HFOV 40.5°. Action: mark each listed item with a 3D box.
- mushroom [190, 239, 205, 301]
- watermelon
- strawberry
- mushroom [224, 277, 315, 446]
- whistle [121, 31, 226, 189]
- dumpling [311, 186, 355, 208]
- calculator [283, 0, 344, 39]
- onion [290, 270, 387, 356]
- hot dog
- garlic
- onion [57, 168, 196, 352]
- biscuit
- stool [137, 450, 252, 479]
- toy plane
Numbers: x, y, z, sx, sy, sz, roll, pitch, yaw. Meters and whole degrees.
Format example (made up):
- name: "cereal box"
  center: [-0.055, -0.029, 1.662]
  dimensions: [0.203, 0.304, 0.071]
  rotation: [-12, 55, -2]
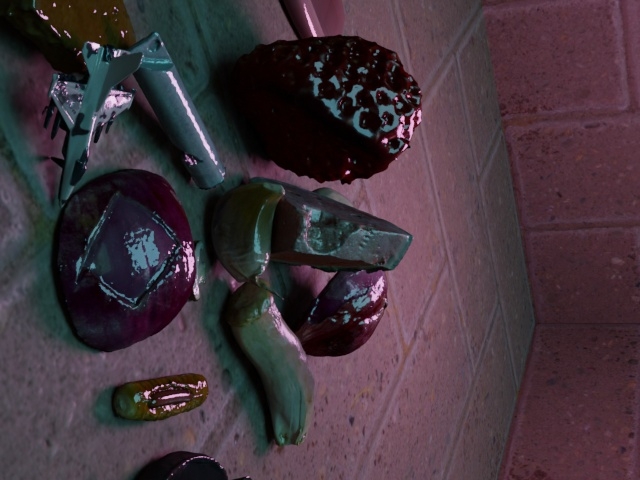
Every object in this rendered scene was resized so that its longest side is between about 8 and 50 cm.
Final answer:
- name: "mushroom"
  center: [-0.206, 0.050, 1.423]
  dimensions: [0.049, 0.019, 0.101]
  rotation: [9, 82, -64]
- name: "watermelon"
  center: [0.000, 0.000, 1.569]
  dimensions: [0.226, 0.318, 0.148]
  rotation: [-71, 180, -84]
- name: "strawberry"
  center: [-0.007, -0.267, 1.595]
  dimensions: [0.345, 0.317, 0.295]
  rotation: [30, 91, -44]
- name: "mushroom"
  center: [-0.084, 0.228, 1.594]
  dimensions: [0.122, 0.095, 0.351]
  rotation: [-40, 126, -36]
- name: "whistle"
  center: [-0.216, -0.189, 1.314]
  dimensions: [0.312, 0.062, 0.062]
  rotation: [69, 29, -55]
- name: "dumpling"
  center: [0.012, -0.022, 1.764]
  dimensions: [0.162, 0.132, 0.250]
  rotation: [46, 33, 0]
- name: "calculator"
  center: [-0.012, -0.525, 1.863]
  dimensions: [0.330, 0.048, 0.220]
  rotation: [58, 36, -50]
- name: "onion"
  center: [0.041, 0.166, 1.759]
  dimensions: [0.283, 0.120, 0.227]
  rotation: [-39, 153, -36]
- name: "hot dog"
  center: [-0.231, 0.239, 1.319]
  dimensions: [0.215, 0.047, 0.066]
  rotation: [12, 80, -64]
- name: "garlic"
  center: [-0.122, -0.001, 1.481]
  dimensions: [0.090, 0.128, 0.198]
  rotation: [24, 67, -71]
- name: "onion"
  center: [-0.252, 0.028, 1.223]
  dimensions: [0.247, 0.111, 0.250]
  rotation: [-28, 114, -65]
- name: "biscuit"
  center: [-0.325, -0.422, 1.118]
  dimensions: [0.368, 0.076, 0.394]
  rotation: [47, 47, -70]
- name: "stool"
  center: [-0.161, 0.457, 1.294]
  dimensions: [0.272, 0.178, 0.272]
  rotation: [9, 79, -63]
- name: "toy plane"
  center: [-0.307, -0.159, 1.115]
  dimensions: [0.234, 0.082, 0.160]
  rotation: [-57, 161, 16]
